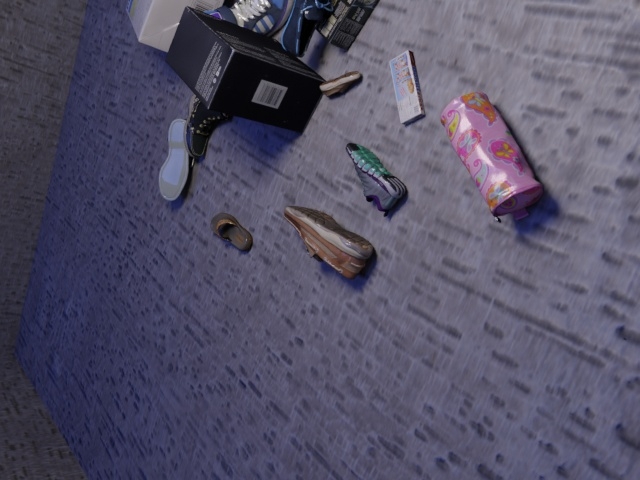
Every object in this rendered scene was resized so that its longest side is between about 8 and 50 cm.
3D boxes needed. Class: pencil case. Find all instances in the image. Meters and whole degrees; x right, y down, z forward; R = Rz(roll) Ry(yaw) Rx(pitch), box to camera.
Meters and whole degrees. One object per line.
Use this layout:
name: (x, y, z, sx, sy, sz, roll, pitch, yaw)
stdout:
pencil case: (0.362, -0.182, 1.269, 0.124, 0.124, 0.284, -42, 59, 35)

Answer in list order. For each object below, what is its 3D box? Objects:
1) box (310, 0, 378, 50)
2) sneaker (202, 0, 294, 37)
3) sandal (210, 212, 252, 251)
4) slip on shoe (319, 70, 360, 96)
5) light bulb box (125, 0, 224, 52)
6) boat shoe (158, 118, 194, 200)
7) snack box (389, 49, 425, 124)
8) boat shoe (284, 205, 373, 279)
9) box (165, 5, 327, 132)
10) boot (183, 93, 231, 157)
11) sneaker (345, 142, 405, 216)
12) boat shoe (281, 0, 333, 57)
box: (0.062, -0.649, 1.650, 0.180, 0.078, 0.147, -55, 51, 27)
sneaker: (-0.241, -0.693, 1.832, 0.323, 0.236, 0.130, -41, 76, 40)
sandal: (-0.308, -0.028, 1.975, 0.219, 0.060, 0.089, 38, 112, 41)
slip on shoe: (0.059, -0.434, 1.660, 0.136, 0.051, 0.041, -10, 118, 37)
light bulb box: (-0.507, -0.882, 2.107, 0.357, 0.226, 0.361, -59, 37, 23)
boat shoe: (-0.517, -0.295, 2.201, 0.115, 0.091, 0.302, 18, 99, 9)
snack box: (0.218, -0.386, 1.502, 0.064, 0.022, 0.178, -22, 71, 43)
boat shoe: (0.000, 0.000, 1.618, 0.324, 0.123, 0.116, 36, 113, 43)
box: (-0.216, -0.491, 1.729, 0.312, 0.344, 0.178, 50, 121, 37)
boot: (-0.393, -0.409, 2.086, 0.179, 0.085, 0.236, 6, 89, 44)
sneaker: (0.120, -0.161, 1.540, 0.223, 0.083, 0.098, 52, 126, 35)
boat shoe: (-0.018, -0.620, 1.618, 0.089, 0.109, 0.258, 51, 138, 28)
